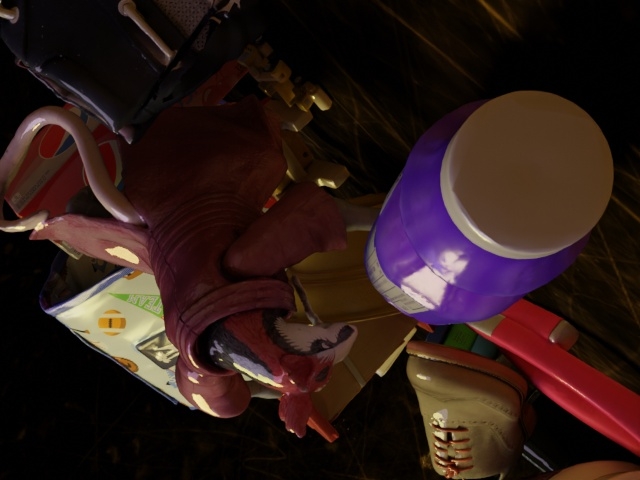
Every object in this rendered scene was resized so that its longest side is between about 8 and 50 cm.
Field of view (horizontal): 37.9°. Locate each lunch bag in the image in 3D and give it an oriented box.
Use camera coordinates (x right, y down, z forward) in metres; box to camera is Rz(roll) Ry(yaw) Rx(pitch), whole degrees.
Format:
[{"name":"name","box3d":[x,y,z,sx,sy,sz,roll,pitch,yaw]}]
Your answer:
[{"name":"lunch bag","box3d":[-0.163,0.034,1.344,0.328,0.385,0.239,45,174,-38]}]

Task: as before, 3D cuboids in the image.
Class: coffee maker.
[{"name":"coffee maker","box3d":[0.359,0.287,1.319,0.178,0.120,0.171,39,150,10]}]

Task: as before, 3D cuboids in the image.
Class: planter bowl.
[{"name":"planter bowl","box3d":[0.047,0.006,0.898,0.217,0.217,0.090,-157,53,-76]}]

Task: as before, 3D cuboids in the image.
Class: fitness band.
[{"name":"fitness band","box3d":[0.261,0.139,0.975,0.209,0.054,0.291,40,177,-22]}]

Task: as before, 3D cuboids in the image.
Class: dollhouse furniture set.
[{"name":"dollhouse furniture set","box3d":[-0.040,0.033,1.066,0.152,0.201,0.374,29,159,50]}]

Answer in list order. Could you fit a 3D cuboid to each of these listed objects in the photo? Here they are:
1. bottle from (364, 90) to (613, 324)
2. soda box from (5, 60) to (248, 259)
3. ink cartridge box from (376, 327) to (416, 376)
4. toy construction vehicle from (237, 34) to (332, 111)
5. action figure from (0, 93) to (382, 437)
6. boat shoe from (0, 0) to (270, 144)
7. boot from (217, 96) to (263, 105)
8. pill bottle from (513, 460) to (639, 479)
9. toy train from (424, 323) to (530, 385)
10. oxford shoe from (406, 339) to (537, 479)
[{"name":"bottle","box3d":[0.083,-0.013,0.504,0.092,0.118,0.283,36,176,4]},{"name":"soda box","box3d":[-0.195,-0.115,0.921,0.083,0.263,0.092,45,174,-40]},{"name":"ink cartridge box","box3d":[0.031,0.125,1.786,0.273,0.115,0.198,39,175,-5]},{"name":"toy construction vehicle","box3d":[-0.041,-0.143,0.826,0.098,0.035,0.086,37,174,44]},{"name":"action figure","box3d":[-0.085,-0.001,0.728,0.275,0.248,0.370,19,-160,-31]},{"name":"boat shoe","box3d":[-0.214,-0.223,0.709,0.340,0.158,0.127,40,175,8]},{"name":"boot","box3d":[-0.158,-0.134,1.073,0.244,0.089,0.176,3,179,-8]},{"name":"pill bottle","box3d":[0.307,0.370,1.058,0.224,0.224,0.392,40,164,9]},{"name":"toy train","box3d":[0.232,0.172,1.297,0.143,0.105,0.248,24,169,24]},{"name":"oxford shoe","box3d":[0.180,0.221,1.115,0.123,0.130,0.348,10,158,33]}]
